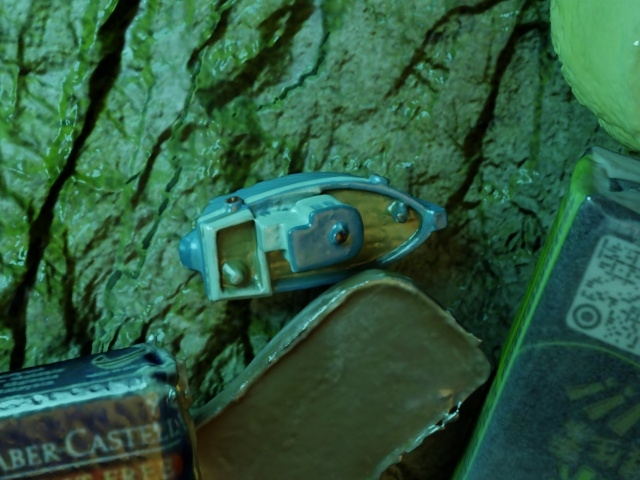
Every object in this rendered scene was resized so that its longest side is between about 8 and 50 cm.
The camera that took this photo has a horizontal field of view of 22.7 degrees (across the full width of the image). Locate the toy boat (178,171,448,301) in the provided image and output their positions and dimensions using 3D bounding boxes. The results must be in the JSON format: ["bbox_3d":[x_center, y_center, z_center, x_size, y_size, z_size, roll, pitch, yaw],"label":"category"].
[{"bbox_3d":[0.000,0.000,1.277,0.215,0.102,0.088,-11,110,-17],"label":"toy boat"}]

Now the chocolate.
[{"bbox_3d":[0.006,0.127,1.319,0.261,0.083,0.161,-41,113,10],"label":"chocolate"}]

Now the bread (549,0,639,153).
[{"bbox_3d":[0.342,-0.201,1.277,0.320,0.237,0.320,-7,120,-11],"label":"bread"}]

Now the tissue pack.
[{"bbox_3d":[0.277,0.151,1.290,0.288,0.124,0.394,19,119,3],"label":"tissue pack"}]

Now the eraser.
[{"bbox_3d":[-0.255,0.181,1.210,0.332,0.101,0.155,-11,104,-6],"label":"eraser"}]
